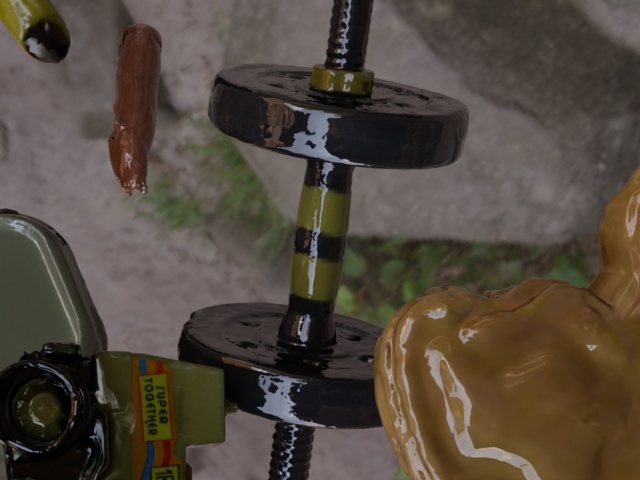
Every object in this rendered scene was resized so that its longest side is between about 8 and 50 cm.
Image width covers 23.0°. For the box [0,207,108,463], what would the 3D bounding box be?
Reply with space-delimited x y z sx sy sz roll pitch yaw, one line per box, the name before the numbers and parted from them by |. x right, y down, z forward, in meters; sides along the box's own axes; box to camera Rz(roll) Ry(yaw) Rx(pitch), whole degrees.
box | -0.287 0.098 1.043 0.178 0.274 0.138 114 135 -62

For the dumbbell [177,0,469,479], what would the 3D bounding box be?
dumbbell | 0.000 0.000 0.877 0.143 0.143 0.326 15 106 25

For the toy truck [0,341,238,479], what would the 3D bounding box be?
toy truck | -0.113 0.185 0.806 0.127 0.257 0.127 4 169 -9

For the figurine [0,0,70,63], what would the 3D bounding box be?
figurine | -0.216 -0.325 1.125 0.169 0.218 0.327 11 127 -3

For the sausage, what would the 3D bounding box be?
sausage | -0.138 -0.103 1.182 0.036 0.158 0.042 -27 136 30

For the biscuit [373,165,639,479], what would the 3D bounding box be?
biscuit | 0.194 0.105 0.616 0.375 0.051 0.269 21 89 -14
